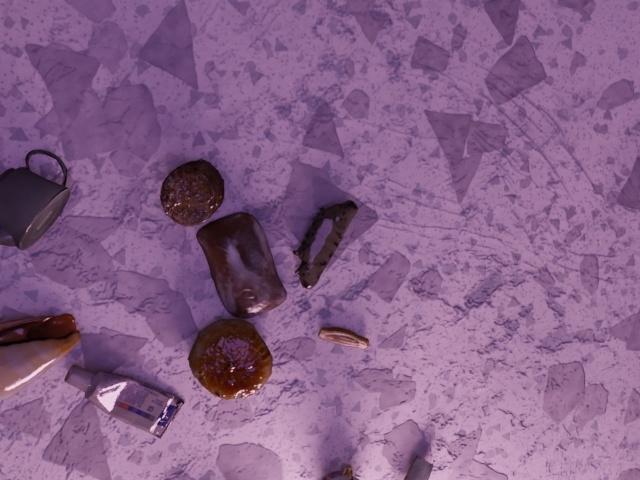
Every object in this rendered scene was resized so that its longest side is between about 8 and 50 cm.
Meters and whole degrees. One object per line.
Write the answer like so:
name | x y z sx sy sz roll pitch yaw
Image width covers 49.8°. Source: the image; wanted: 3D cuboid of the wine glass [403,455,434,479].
wine glass | 0.226 0.689 1.811 0.074 0.074 0.262 31 77 -17

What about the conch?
conch | -0.663 0.257 1.525 0.255 0.127 0.158 -18 74 -32

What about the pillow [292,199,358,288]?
pillow | 0.000 -0.001 1.662 0.093 0.051 0.241 29 93 -22

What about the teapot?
teapot | -0.632 -0.093 1.451 0.149 0.162 0.239 35 65 -6

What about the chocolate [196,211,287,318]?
chocolate | -0.178 0.066 1.615 0.156 0.080 0.254 -21 104 -10

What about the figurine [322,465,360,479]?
figurine | 0.074 0.670 1.689 0.142 0.263 0.190 -1 98 -13

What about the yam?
yam | -0.271 -0.103 1.488 0.129 0.238 0.128 38 96 -10

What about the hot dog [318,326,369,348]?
hot dog | 0.060 0.242 1.732 0.137 0.028 0.044 15 122 -14

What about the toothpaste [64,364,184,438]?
toothpaste | -0.462 0.365 1.614 0.282 0.068 0.099 33 121 -26

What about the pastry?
pastry | -0.213 0.285 1.639 0.182 0.093 0.192 -32 107 -4
